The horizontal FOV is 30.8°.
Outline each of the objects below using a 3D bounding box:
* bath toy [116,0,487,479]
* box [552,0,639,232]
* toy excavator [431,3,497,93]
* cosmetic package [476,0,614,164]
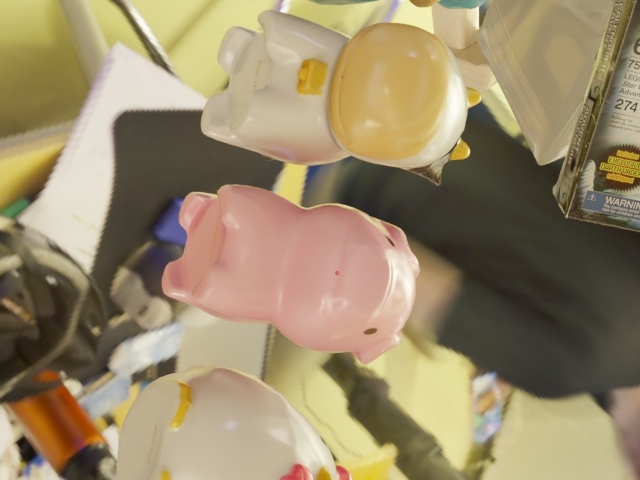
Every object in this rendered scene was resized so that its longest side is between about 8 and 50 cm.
[{"bbox_3d":[0.000,0.000,0.618,0.129,0.151,0.348,17,87,-28],"label":"bath toy"},{"bbox_3d":[0.158,-0.041,0.388,0.137,0.027,0.094,11,112,-4],"label":"box"},{"bbox_3d":[0.218,-0.394,1.349,0.222,0.445,0.433,-37,109,-26],"label":"toy excavator"},{"bbox_3d":[0.196,-0.158,0.814,0.107,0.127,0.238,-20,168,-12],"label":"cosmetic package"}]
